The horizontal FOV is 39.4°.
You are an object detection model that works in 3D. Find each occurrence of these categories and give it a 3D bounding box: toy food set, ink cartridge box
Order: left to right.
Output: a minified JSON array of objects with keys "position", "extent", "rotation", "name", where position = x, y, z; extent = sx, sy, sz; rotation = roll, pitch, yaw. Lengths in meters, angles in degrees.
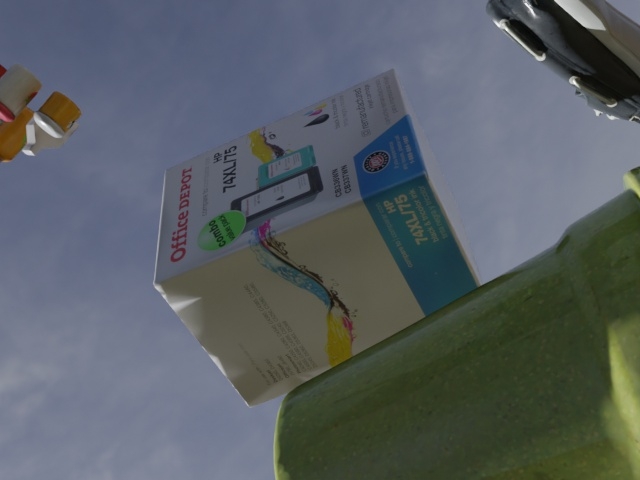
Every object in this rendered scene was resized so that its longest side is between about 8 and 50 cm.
[{"position":[-0.370,-0.133,1.045],"extent":[0.111,0.232,0.104],"rotation":[45,-107,-28],"name":"toy food set"},{"position":[0.000,0.000,0.907],"extent":[0.270,0.198,0.197],"rotation":[-23,-53,12],"name":"ink cartridge box"}]

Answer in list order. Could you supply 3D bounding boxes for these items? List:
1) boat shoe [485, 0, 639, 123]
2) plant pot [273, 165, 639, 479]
[{"position":[0.310,-0.190,0.968],"extent":[0.091,0.302,0.114],"rotation":[-39,18,38],"name":"boat shoe"},{"position":[0.121,0.131,0.532],"extent":[0.254,0.276,0.276],"rotation":[-23,-21,16],"name":"plant pot"}]
